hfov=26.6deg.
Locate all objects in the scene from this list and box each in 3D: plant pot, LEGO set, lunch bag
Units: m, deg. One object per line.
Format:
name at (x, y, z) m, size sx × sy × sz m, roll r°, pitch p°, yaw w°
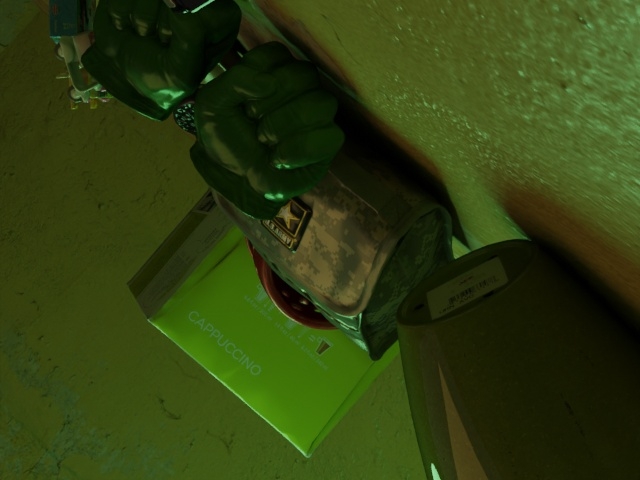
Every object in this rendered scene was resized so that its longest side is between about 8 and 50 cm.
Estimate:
plant pot at (0.194, 0.156, 1.179) m, size 0.294 × 0.274 × 0.275 m, roll 61°, pitch 172°, yaw -15°
LEGO set at (-0.229, -0.232, 1.632) m, size 0.287 × 0.107 × 0.132 m, roll -80°, pitch -15°, yaw -61°
lunch bag at (0.012, -0.029, 1.430) m, size 0.235 × 0.169 × 0.287 m, roll 42°, pitch 170°, yaw 20°
plant pot at (0.000, 0.000, 1.771) m, size 0.191 × 0.191 × 0.174 m, roll 44°, pitch -176°, yaw -22°

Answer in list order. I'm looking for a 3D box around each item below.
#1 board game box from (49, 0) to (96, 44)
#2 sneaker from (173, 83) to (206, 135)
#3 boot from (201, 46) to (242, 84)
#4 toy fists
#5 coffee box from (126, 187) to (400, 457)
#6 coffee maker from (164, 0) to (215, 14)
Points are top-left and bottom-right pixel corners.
board game box at (-0.313, -0.318, 1.714) m, size 0.039 × 0.160 × 0.211 m, roll -1°, pitch 179°, yaw -4°
sneaker at (-0.090, -0.153, 1.507) m, size 0.084 × 0.097 × 0.234 m, roll 11°, pitch 174°, yaw 20°
boot at (-0.212, -0.277, 1.527) m, size 0.236 × 0.089 × 0.269 m, roll 48°, pitch -176°, yaw 31°
toy fists at (-0.102, -0.151, 1.279) m, size 0.279 × 0.142 × 0.096 m, roll 42°, pitch -158°, yaw 11°
coffee box at (-0.066, 0.080, 2.172) m, size 0.337 × 0.338 × 0.334 m, roll 43°, pitch 176°, yaw -16°
coffee maker at (-0.082, -0.205, 0.647) m, size 0.178 × 0.120 × 0.171 m, roll 43°, pitch 176°, yaw -18°
